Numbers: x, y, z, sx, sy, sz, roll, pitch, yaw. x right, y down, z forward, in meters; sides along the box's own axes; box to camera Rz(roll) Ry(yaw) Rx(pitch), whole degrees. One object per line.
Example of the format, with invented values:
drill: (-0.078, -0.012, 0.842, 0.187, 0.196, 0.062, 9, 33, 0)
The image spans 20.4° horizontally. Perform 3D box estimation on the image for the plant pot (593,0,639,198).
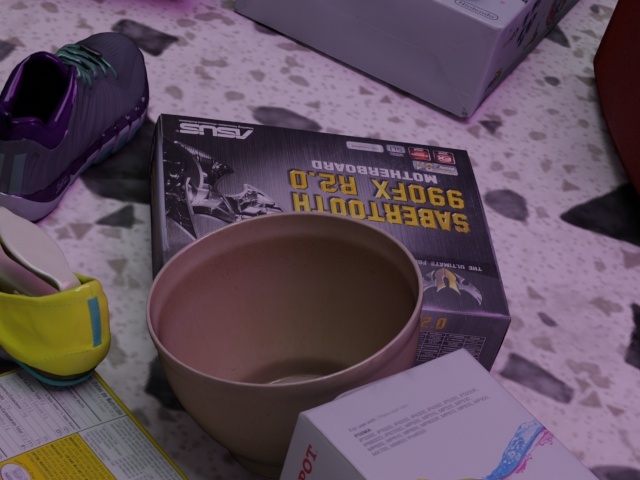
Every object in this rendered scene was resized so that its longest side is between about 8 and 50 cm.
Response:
plant pot: (0.366, -0.124, 1.334, 0.267, 0.267, 0.235, 14, 43, -2)

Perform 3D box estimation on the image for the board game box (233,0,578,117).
board game box: (0.101, -0.246, 1.514, 0.224, 0.097, 0.303, 27, 39, 14)

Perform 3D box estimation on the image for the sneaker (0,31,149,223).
sneaker: (-0.172, -0.105, 1.242, 0.083, 0.098, 0.223, 20, 39, 5)

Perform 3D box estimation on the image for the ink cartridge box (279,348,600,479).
ink cartridge box: (0.073, 0.171, 0.970, 0.127, 0.128, 0.176, -19, 51, -36)

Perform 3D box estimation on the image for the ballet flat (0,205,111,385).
ballet flat: (-0.215, 0.006, 1.088, 0.231, 0.077, 0.077, 29, 37, 28)

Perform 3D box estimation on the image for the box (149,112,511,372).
box: (0.000, 0.000, 1.210, 0.231, 0.056, 0.183, 6, 39, -12)

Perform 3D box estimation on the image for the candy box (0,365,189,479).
candy box: (-0.129, 0.147, 1.010, 0.105, 0.027, 0.206, -16, 48, -39)

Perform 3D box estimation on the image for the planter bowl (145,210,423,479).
planter bowl: (-0.017, 0.073, 1.057, 0.162, 0.109, 0.162, -4, 37, 3)
